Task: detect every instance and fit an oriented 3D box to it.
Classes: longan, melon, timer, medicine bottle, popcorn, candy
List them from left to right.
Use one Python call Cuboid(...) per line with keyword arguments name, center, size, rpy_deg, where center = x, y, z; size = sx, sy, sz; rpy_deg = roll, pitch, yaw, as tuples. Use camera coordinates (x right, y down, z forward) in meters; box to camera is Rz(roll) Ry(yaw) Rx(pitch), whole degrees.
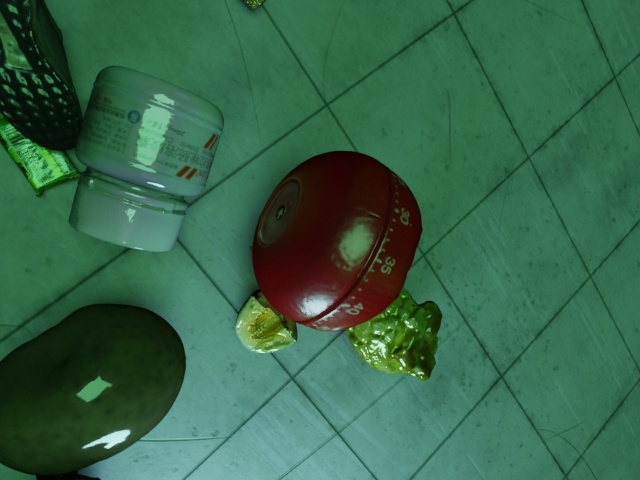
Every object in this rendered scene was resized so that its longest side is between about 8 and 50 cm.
Cuboid(name="candy", center=(-0.569, -0.183, 0.851), size=(0.102, 0.032, 0.178), rpy_deg=(-35, 103, -21))
Cuboid(name="longan", center=(-0.431, 0.269, 0.802), size=(0.350, 0.288, 0.288), rpy_deg=(-29, 103, -22))
Cuboid(name="medicine bottle", center=(-0.342, -0.150, 0.831), size=(0.241, 0.241, 0.301), rpy_deg=(17, 96, -22))
Cuboid(name="melon", center=(-0.141, 0.197, 1.024), size=(0.128, 0.079, 0.160), rpy_deg=(-39, 107, 3))
Cuboid(name="timer", center=(0.023, -0.003, 0.897), size=(0.279, 0.378, 0.377), rpy_deg=(29, 82, -27))
Cuboid(name="popcorn", center=(0.196, 0.235, 1.072), size=(0.251, 0.206, 0.236), rpy_deg=(40, 120, 13))

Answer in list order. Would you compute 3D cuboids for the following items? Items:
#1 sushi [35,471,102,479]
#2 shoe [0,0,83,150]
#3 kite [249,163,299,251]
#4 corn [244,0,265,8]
Cuboid(name="sushi", center=(-0.508, 0.600, 0.771), size=(0.178, 0.294, 0.351), rpy_deg=(30, 83, -23))
Cuboid(name="shoe", center=(-0.539, -0.345, 0.800), size=(0.133, 0.171, 0.336), rpy_deg=(-12, 121, -11))
Cuboid(name="kite", center=(0.000, 0.000, 1.099), size=(0.369, 0.014, 0.405), rpy_deg=(-11, 96, -22))
Cuboid(name="corn", center=(-0.196, -0.640, 0.958), size=(0.080, 0.080, 0.231), rpy_deg=(-41, 108, -16))
